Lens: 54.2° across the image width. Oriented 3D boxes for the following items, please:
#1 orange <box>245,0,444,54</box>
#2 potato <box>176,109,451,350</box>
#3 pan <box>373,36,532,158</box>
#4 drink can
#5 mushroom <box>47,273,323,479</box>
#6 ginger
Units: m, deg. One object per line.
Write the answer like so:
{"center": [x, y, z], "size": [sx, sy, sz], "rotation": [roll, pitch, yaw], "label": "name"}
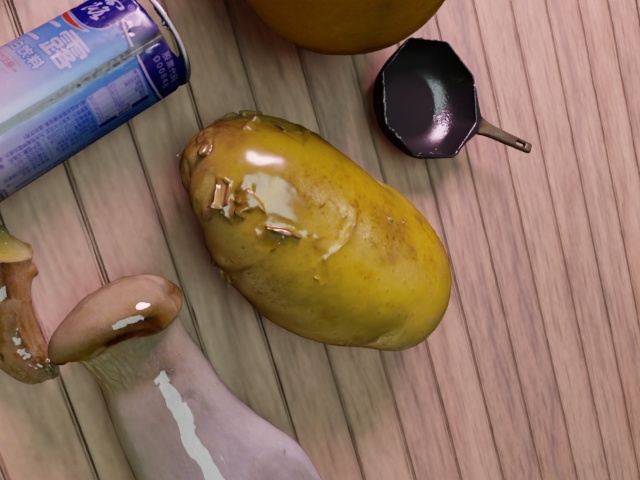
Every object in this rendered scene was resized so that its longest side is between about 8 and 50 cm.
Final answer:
{"center": [0.021, -0.293, 0.508], "size": [0.235, 0.279, 0.278], "rotation": [22, 79, 1], "label": "orange"}
{"center": [0.000, 0.000, 0.574], "size": [0.300, 0.140, 0.172], "rotation": [32, 69, -32], "label": "potato"}
{"center": [0.135, -0.127, 0.697], "size": [0.202, 0.048, 0.128], "rotation": [44, 72, -21], "label": "pan"}
{"center": [-0.219, -0.101, 0.474], "size": [0.235, 0.097, 0.097], "rotation": [-41, 110, -21], "label": "drink can"}
{"center": [-0.103, 0.174, 0.550], "size": [0.328, 0.122, 0.159], "rotation": [64, 27, -16], "label": "mushroom"}
{"center": [-0.247, 0.050, 0.492], "size": [0.057, 0.044, 0.137], "rotation": [-21, 105, -57], "label": "ginger"}
